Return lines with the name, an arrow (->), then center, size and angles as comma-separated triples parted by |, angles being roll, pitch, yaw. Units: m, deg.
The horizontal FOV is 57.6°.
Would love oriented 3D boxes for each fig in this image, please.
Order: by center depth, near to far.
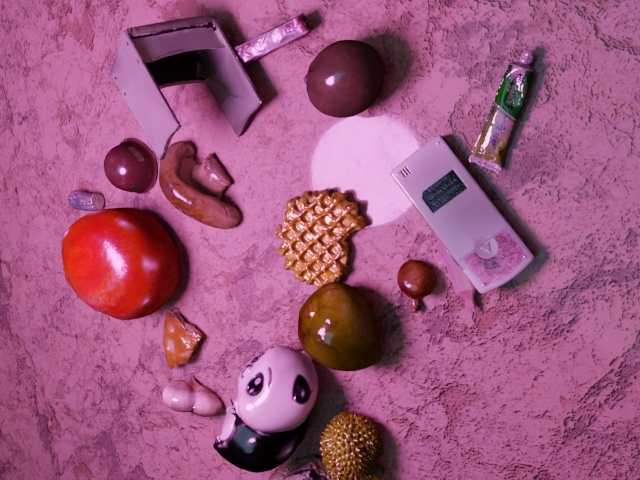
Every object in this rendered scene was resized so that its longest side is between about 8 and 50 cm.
fig -> 0.058, 0.216, 1.404 | 0.225, 0.203, 0.203 | 31, 118, -17

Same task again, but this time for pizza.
pizza -> -0.407, 0.290, 1.734 | 0.161, 0.063, 0.181 | -9, 92, 36

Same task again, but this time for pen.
pen -> 0.314, 0.068, 1.309 | 0.053, 0.032, 0.197 | -19, 89, 29

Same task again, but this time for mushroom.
mushroom -> 0.224, 0.111, 1.345 | 0.088, 0.073, 0.129 | -7, 103, -5
mushroom -> -0.343, -0.138, 1.551 | 0.156, 0.151, 0.285 | -42, 80, 30

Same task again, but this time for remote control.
remote control -> 0.306, -0.055, 1.261 | 0.145, 0.050, 0.344 | -37, 82, 13

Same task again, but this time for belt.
belt -> -0.120, -0.482, 1.408 | 0.232, 0.071, 0.053 | -15, 100, 33

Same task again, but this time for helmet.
helmet -> -0.570, -0.217, 1.686 | 0.155, 0.106, 0.175 | -36, 79, 29

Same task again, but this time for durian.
durian -> 0.071, 0.533, 1.472 | 0.159, 0.146, 0.198 | 4, 99, 30

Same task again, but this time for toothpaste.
toothpaste -> 0.379, -0.265, 1.195 | 0.078, 0.047, 0.247 | 27, 114, 23

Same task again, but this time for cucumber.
cucumber -> -0.729, -0.121, 1.814 | 0.112, 0.064, 0.064 | 10, 105, 26

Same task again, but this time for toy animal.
toy animal -> -0.124, 0.422, 1.515 | 0.251, 0.251, 0.309 | 38, 117, 16

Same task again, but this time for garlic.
garlic -> -0.376, 0.469, 1.724 | 0.175, 0.124, 0.099 | 14, 92, -2

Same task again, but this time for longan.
longan -> 0.053, -0.356, 1.282 | 0.189, 0.189, 0.189 | 6, 104, 27

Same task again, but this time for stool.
stool -> -0.326, -0.374, 1.411 | 0.269, 0.244, 0.170 | 59, 144, 5

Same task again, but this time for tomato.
tomato -> -0.560, 0.060, 1.644 | 0.290, 0.293, 0.325 | -42, 74, 14

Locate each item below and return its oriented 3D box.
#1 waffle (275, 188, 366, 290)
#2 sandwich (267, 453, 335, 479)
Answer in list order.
waffle -> 0.000, 0.000, 1.450 | 0.249, 0.056, 0.253 | -5, 96, 30
sandwich -> -0.031, 0.756, 1.585 | 0.262, 0.131, 0.325 | 5, 102, 29
